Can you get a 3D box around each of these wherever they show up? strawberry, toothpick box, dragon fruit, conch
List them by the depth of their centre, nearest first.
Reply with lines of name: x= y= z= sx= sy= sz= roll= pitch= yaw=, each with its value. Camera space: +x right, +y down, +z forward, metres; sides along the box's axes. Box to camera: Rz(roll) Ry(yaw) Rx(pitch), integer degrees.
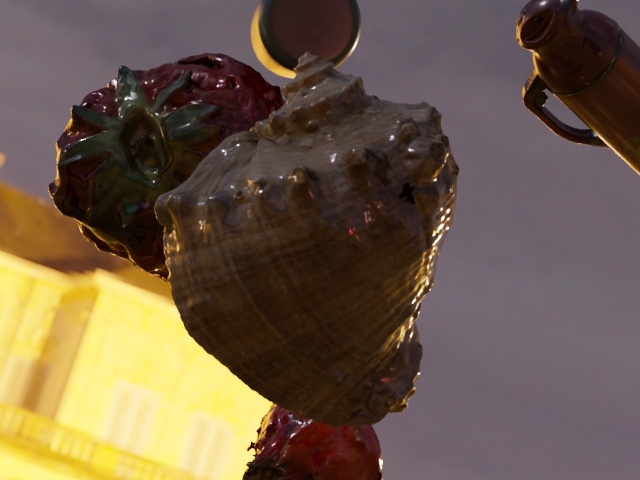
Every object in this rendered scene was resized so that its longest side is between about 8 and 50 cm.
conch: x=0.001 y=-0.007 z=1.642 sx=0.297 sy=0.352 sz=0.210 roll=-13 pitch=-20 yaw=-10
dragon fruit: x=-0.018 y=0.238 z=1.810 sx=0.153 sy=0.111 sz=0.153 roll=16 pitch=-58 yaw=27
toothpick box: x=-0.025 y=-0.249 z=2.041 sx=0.120 sy=0.120 sz=0.184 roll=20 pitch=-3 yaw=-9
strawberry: x=-0.152 y=-0.083 z=2.070 sx=0.292 sy=0.291 sz=0.310 roll=14 pitch=0 yaw=11

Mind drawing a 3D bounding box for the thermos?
thermos: x=0.334 y=-0.176 z=2.025 sx=0.330 sy=0.109 sz=0.136 roll=38 pitch=-24 yaw=-34
